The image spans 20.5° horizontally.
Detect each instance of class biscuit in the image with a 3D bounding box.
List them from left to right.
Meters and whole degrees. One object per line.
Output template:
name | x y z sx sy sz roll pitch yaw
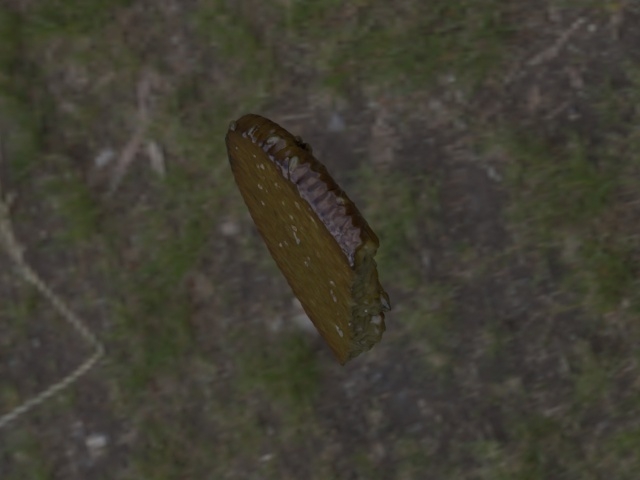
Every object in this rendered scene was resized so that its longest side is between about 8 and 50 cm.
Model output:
biscuit | -0.006 -0.007 0.891 0.126 0.025 0.206 55 169 14
